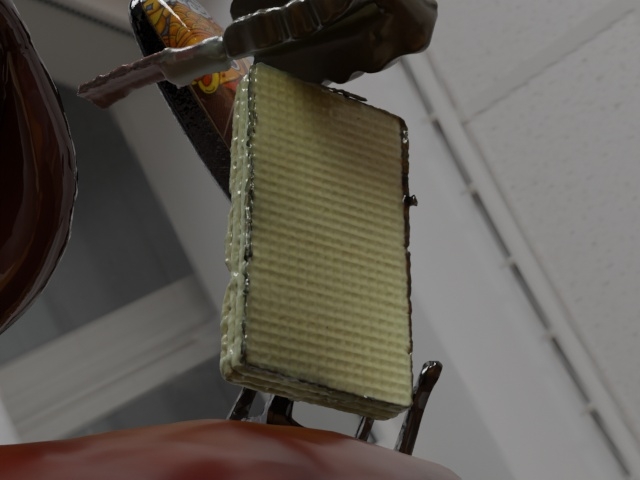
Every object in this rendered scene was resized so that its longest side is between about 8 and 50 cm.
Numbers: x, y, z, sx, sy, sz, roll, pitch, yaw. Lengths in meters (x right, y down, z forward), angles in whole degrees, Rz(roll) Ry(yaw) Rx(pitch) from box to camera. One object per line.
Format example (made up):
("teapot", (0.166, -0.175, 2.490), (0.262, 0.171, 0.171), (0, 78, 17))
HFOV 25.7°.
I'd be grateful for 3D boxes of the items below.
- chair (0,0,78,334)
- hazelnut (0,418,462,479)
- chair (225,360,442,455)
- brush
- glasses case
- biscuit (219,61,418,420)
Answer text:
("chair", (-0.294, -0.130, 0.728), (0.401, 0.226, 0.226), (51, -33, 32))
("hazelnut", (-0.061, 0.220, 0.397), (0.359, 0.409, 0.359), (2, -88, 50))
("chair", (-0.011, 0.171, 0.910), (0.113, 0.229, 0.106), (23, -19, -13))
("brush", (-0.058, -0.128, 0.929), (0.301, 0.071, 0.084), (-11, -36, 43))
("glasses case", (-0.083, -0.113, 1.348), (0.321, 0.082, 0.122), (58, 13, 16))
("biscuit", (0.000, 0.000, 0.834), (0.040, 0.121, 0.199), (-36, -135, 50))
